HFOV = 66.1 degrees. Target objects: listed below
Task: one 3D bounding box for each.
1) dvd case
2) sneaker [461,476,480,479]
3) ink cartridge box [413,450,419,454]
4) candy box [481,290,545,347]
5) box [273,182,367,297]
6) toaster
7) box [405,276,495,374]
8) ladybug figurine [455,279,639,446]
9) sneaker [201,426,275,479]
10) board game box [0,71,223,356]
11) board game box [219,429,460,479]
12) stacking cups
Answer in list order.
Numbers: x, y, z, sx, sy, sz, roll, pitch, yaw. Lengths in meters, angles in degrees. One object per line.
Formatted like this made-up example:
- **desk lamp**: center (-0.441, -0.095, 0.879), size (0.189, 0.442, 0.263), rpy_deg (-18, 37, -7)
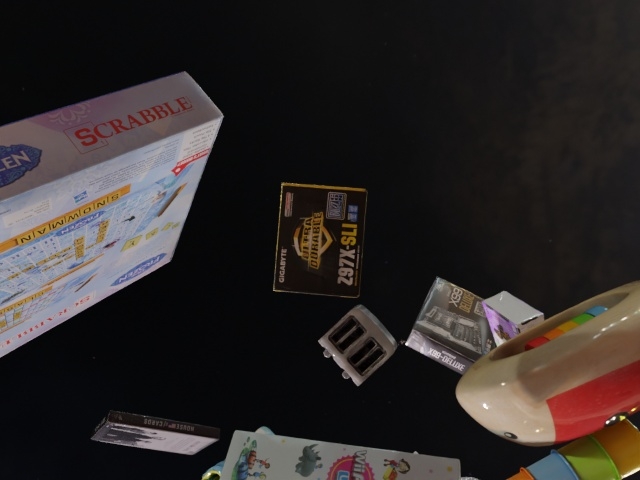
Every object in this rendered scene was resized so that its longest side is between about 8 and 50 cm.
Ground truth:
- **dvd case**: center (-0.366, 0.430, 1.091), size (0.238, 0.179, 0.030), rpy_deg (20, -129, -25)
- **sneaker**: center (0.316, 0.643, 0.907), size (0.137, 0.366, 0.210), rpy_deg (-11, -76, 5)
- **ink cartridge box**: center (0.213, 0.616, 1.164), size (0.175, 0.072, 0.127), rpy_deg (-40, -94, -10)
- **candy box**: center (0.474, 0.240, 1.158), size (0.070, 0.165, 0.196), rpy_deg (-23, -76, -3)
- **box**: center (0.000, 0.000, 1.472), size (0.257, 0.079, 0.322), rpy_deg (5, -92, 1)
- **toaster**: center (0.110, 0.281, 1.348), size (0.185, 0.110, 0.168), rpy_deg (-43, -100, 4)
- **box**: center (0.430, 0.270, 1.557), size (0.242, 0.077, 0.307), rpy_deg (27, -143, 13)
- **ladybug figurine**: center (0.457, 0.211, 0.844), size (0.449, 0.305, 0.162), rpy_deg (-28, -101, 2)
- **sneaker**: center (-0.199, 0.604, 1.189), size (0.208, 0.319, 0.127), rpy_deg (-25, -135, -36)
- **board game box**: center (-0.274, 0.005, 0.491), size (0.318, 0.318, 0.066), rpy_deg (-34, -100, -37)
- **board game box**: center (0.035, 0.374, 0.684), size (0.303, 0.224, 0.098), rpy_deg (0, -136, 13)
- **stacking cups**: center (0.394, 0.413, 0.827), size (0.316, 0.096, 0.096), rpy_deg (-29, -89, -2)
